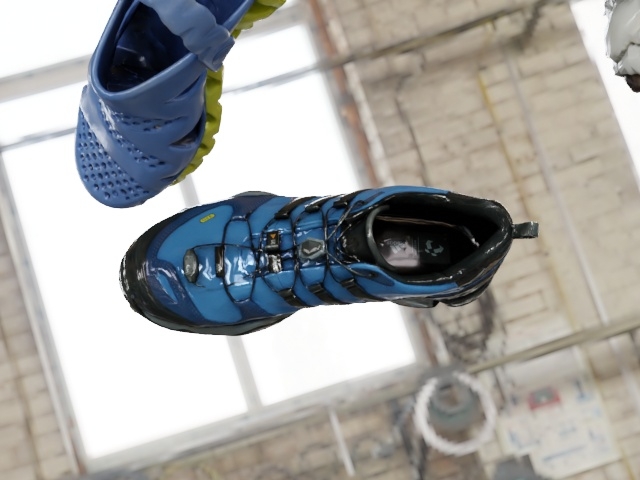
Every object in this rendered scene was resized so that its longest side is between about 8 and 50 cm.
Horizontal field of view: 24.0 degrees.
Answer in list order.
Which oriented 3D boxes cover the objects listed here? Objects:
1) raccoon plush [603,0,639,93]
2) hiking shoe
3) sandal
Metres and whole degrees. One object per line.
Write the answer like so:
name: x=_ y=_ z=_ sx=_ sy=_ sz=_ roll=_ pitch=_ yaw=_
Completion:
raccoon plush: x=0.277 y=-0.325 z=1.043 sx=0.299 sy=0.446 sz=0.216 roll=23 pitch=15 yaw=2
hiking shoe: x=0.000 y=0.000 z=1.137 sx=0.304 sy=0.113 sz=0.132 roll=-7 pitch=-13 yaw=-13
sandal: x=-0.129 y=-0.138 z=1.139 sx=0.138 sy=0.126 sz=0.317 roll=-38 pitch=-17 yaw=-46
